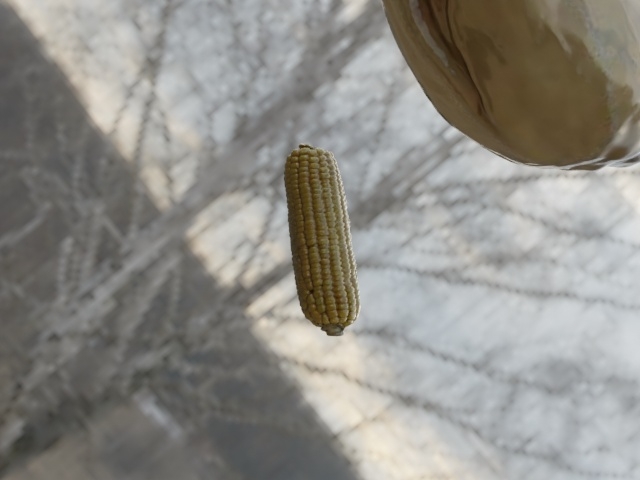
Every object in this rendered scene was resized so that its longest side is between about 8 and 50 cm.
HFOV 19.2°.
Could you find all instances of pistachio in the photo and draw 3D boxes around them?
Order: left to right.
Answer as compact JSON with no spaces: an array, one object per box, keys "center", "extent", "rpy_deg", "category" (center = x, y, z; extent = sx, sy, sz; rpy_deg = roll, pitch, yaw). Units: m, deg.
[{"center":[0.145,-0.152,1.294],"extent":[0.162,0.181,0.293],"rpy_deg":[-8,-45,46],"category":"pistachio"}]

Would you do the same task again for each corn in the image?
[{"center":[0.000,0.000,1.990],"extent":[0.068,0.068,0.207],"rpy_deg":[117,-36,-81],"category":"corn"}]
